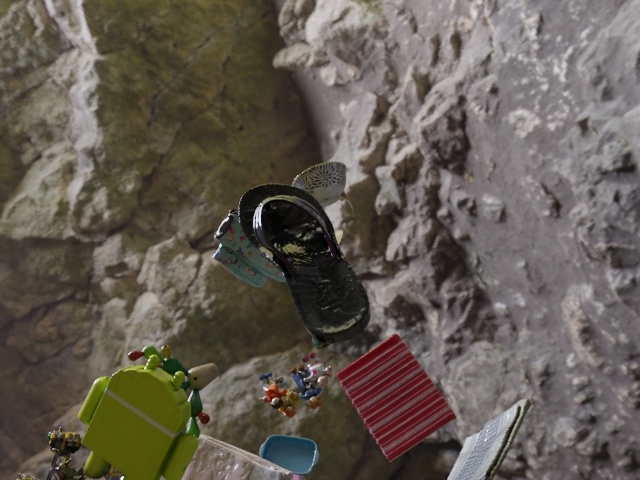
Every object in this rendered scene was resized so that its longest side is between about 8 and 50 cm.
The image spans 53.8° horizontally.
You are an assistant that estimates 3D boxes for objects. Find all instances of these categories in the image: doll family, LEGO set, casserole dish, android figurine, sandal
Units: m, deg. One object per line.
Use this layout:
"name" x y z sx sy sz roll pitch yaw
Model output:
"doll family" -0.072 0.505 2.123 0.163 0.263 0.118 -124 14 -46
"LEGO set" -0.710 0.659 1.737 0.331 0.255 0.192 17 172 34
"casserole dish" -0.094 0.664 1.943 0.037 0.188 0.114 77 -158 -45
"android figurine" -0.350 0.354 1.211 0.248 0.273 0.056 27 -174 14
"sandal" -0.038 0.002 1.237 0.446 0.167 0.107 53 169 41

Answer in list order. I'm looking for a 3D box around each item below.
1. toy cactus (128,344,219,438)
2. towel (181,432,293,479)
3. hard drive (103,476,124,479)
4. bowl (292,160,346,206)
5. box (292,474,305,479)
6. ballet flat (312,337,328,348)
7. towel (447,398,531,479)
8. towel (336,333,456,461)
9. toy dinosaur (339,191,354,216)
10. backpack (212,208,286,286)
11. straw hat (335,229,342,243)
"toy cactus" -0.286 0.298 1.317 0.219 0.112 0.180 49 -143 16
"towel" -0.252 0.680 1.554 0.317 0.332 0.053 9 162 33
"hard drive" -0.726 0.868 2.125 0.203 0.307 0.040 -149 38 -72
"bowl" 0.010 -0.147 1.813 0.170 0.170 0.080 67 -178 -71
"box" -0.097 0.950 2.269 0.213 0.117 0.243 -109 1 -57
"ballet flat" 0.034 0.216 1.563 0.188 0.070 0.070 -22 -103 -54
"towel" 0.486 0.638 1.903 0.056 0.324 0.312 38 140 11
"towel" 0.182 0.384 1.576 0.275 0.199 0.031 55 179 37
"toy dinosaur" 0.059 -0.153 1.950 0.183 0.053 0.093 37 153 41
"backpack" -0.197 0.041 1.968 0.253 0.191 0.225 27 177 9
"straw hat" 0.000 0.000 1.914 0.061 0.144 0.144 42 -179 -17
